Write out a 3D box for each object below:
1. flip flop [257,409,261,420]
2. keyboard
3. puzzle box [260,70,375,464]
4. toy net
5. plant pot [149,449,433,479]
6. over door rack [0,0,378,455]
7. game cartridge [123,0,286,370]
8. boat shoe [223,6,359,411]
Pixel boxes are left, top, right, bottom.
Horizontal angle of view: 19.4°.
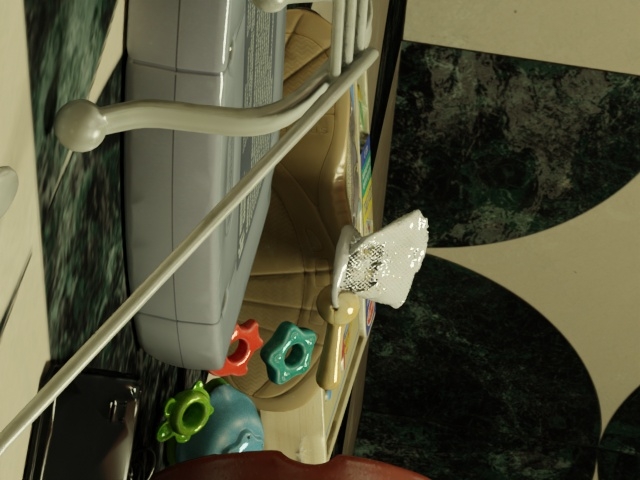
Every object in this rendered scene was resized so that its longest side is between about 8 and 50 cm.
[{"bbox_3d":[-0.043,0.243,1.615,0.112,0.080,0.277,-70,168,-69],"label":"flip flop"},{"bbox_3d":[-0.123,0.152,0.852,0.100,0.038,0.192,17,82,-62],"label":"keyboard"},{"bbox_3d":[0.000,0.000,1.589,0.409,0.052,0.272,-67,156,-72],"label":"puzzle box"},{"bbox_3d":[-0.021,0.055,1.217,0.232,0.045,0.122,-50,137,-14],"label":"toy net"},{"bbox_3d":[-0.019,0.273,1.035,0.272,0.272,0.265,90,1,-62],"label":"plant pot"},{"bbox_3d":[-0.073,-0.065,0.630,0.239,0.108,0.324,92,22,-53],"label":"over door rack"},{"bbox_3d":[-0.058,-0.080,0.994,0.297,0.062,0.198,95,11,-45],"label":"game cartridge"},{"bbox_3d":[-0.018,-0.024,1.306,0.092,0.102,0.285,-51,144,-71],"label":"boat shoe"}]
